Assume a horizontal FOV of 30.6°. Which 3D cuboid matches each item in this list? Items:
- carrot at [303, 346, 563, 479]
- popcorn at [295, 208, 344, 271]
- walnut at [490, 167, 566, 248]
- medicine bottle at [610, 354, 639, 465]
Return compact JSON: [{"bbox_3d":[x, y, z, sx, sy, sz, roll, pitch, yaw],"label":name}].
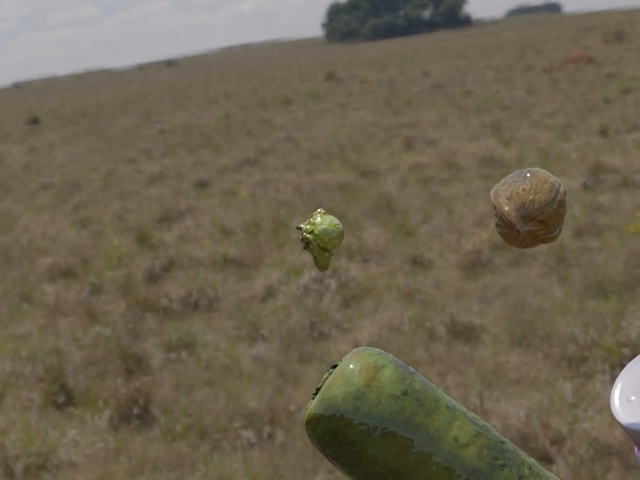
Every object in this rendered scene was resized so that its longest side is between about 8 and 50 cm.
[{"bbox_3d":[0.144,0.184,0.667,0.074,0.358,0.074,-53,3,5],"label":"carrot"},{"bbox_3d":[0.000,-0.001,1.586,0.059,0.083,0.068,23,-26,-38],"label":"popcorn"},{"bbox_3d":[0.270,-0.041,1.516,0.105,0.105,0.124,-5,20,22],"label":"walnut"},{"bbox_3d":[0.443,0.241,1.320,0.152,0.254,0.152,-31,26,17],"label":"medicine bottle"}]
